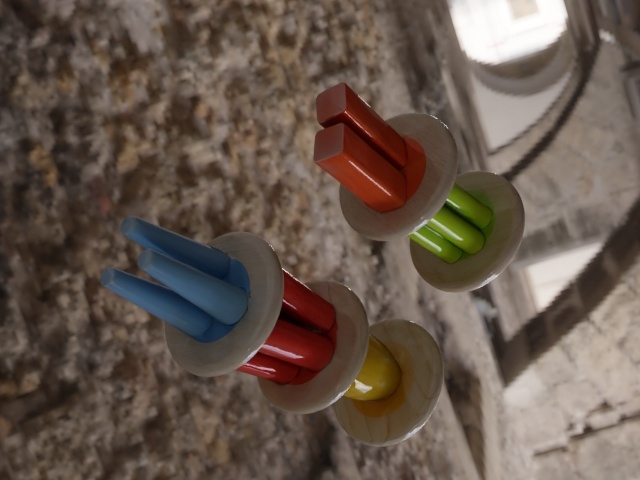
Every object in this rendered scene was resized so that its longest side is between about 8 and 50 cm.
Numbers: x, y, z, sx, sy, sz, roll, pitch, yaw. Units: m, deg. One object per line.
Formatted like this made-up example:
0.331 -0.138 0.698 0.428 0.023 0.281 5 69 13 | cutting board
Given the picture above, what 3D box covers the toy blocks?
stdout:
0.000 0.000 0.436 0.054 0.148 0.123 24 -95 45 | toy blocks
